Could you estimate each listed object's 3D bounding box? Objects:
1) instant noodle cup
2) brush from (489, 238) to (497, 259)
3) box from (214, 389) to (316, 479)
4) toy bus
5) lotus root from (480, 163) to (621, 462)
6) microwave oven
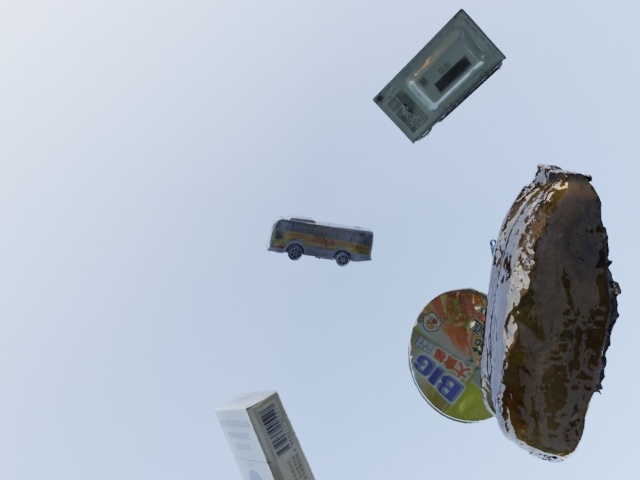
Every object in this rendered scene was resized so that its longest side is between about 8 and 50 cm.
[{"bbox_3d":[0.271,0.187,0.748,0.153,0.205,0.205,13,-91,-38],"label":"instant noodle cup"},{"bbox_3d":[0.423,0.077,1.081,0.014,0.051,0.164,-12,-88,-30],"label":"brush"},{"bbox_3d":[-0.085,0.399,0.803,0.071,0.168,0.259,-19,-97,-37],"label":"box"},{"bbox_3d":[0.000,0.000,0.823,0.190,0.064,0.075,9,-79,-10],"label":"toy bus"},{"bbox_3d":[0.228,0.081,0.506,0.078,0.167,0.329,-2,-80,-17],"label":"lotus root"},{"bbox_3d":[0.218,-0.299,0.856,0.122,0.162,0.208,45,-67,-7],"label":"microwave oven"}]
